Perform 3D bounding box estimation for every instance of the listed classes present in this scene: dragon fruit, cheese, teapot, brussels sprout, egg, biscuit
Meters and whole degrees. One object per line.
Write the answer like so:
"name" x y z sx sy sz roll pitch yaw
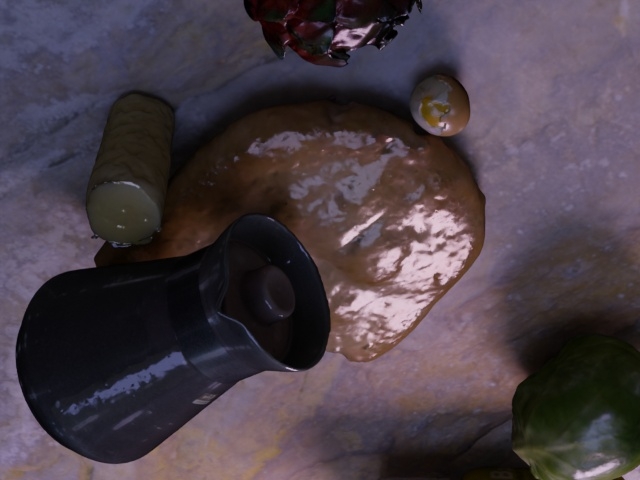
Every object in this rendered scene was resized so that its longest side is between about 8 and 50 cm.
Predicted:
"dragon fruit" 0.006 -0.277 1.634 0.182 0.182 0.188 -31 106 29
"cheese" -0.229 -0.086 1.834 0.094 0.167 0.123 4 135 2
"teapot" -0.168 0.117 1.843 0.344 0.253 0.300 -22 173 30
"brussels sprout" 0.376 0.245 2.090 0.244 0.244 0.244 2 134 2
"egg" 0.146 -0.161 1.805 0.071 0.071 0.083 -22 131 23
"biscuit" 0.000 0.001 1.945 0.429 0.104 0.446 29 129 -26

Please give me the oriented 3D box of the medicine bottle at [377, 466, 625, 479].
"medicine bottle" 0.278 0.461 2.300 0.384 0.224 0.224 0 134 3
